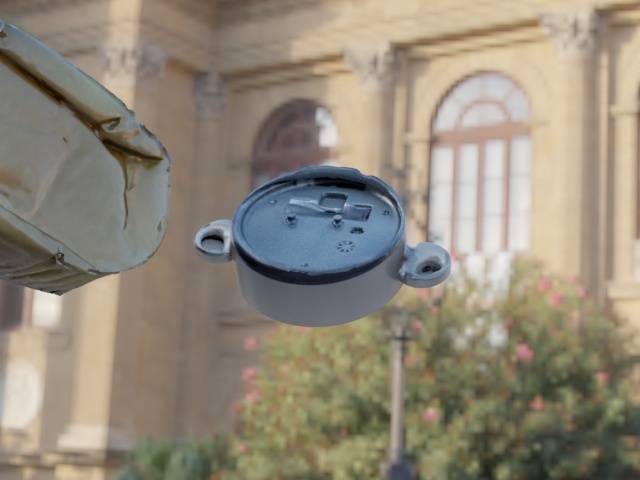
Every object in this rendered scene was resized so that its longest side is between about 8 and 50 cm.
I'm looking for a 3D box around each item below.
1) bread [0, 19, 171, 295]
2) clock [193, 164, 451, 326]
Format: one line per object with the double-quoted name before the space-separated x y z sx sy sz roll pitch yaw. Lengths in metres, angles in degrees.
"bread" -0.274 -0.061 1.361 0.288 0.204 0.156 26 -36 -32
"clock" 0.000 0.000 1.421 0.229 0.155 0.063 9 -46 14
